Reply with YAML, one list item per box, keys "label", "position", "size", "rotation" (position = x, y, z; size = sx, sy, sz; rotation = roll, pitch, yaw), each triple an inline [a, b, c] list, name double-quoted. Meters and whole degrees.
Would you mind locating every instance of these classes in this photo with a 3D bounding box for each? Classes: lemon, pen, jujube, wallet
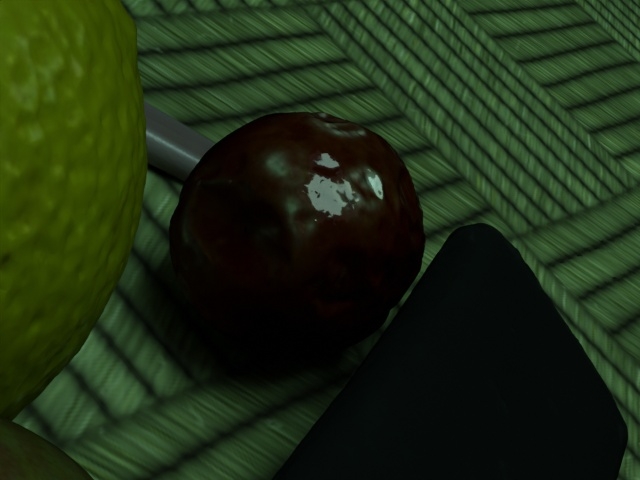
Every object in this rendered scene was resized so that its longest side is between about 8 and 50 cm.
- label: "lemon"
  position: [-0.233, -0.038, 0.573]
  size: [0.336, 0.336, 0.336]
  rotation: [27, 33, -19]
- label: "pen"
  position: [-0.150, -0.090, 0.994]
  size: [0.197, 0.032, 0.053]
  rotation: [29, 33, -20]
- label: "jujube"
  position: [0.000, 0.000, 0.908]
  size: [0.168, 0.168, 0.236]
  rotation: [54, 17, 23]
- label: "wallet"
  position: [0.102, 0.154, 0.874]
  size: [0.228, 0.062, 0.406]
  rotation: [56, 31, -7]

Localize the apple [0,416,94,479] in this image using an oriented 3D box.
- label: "apple"
  position: [-0.167, 0.180, 0.412]
  size: [0.256, 0.257, 0.234]
  rotation: [15, 41, -34]
